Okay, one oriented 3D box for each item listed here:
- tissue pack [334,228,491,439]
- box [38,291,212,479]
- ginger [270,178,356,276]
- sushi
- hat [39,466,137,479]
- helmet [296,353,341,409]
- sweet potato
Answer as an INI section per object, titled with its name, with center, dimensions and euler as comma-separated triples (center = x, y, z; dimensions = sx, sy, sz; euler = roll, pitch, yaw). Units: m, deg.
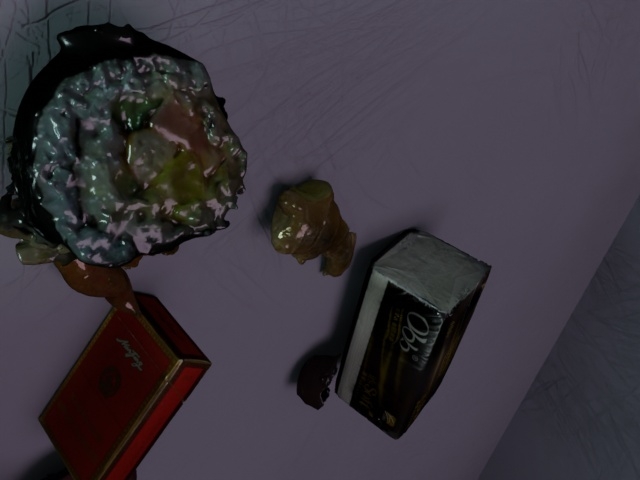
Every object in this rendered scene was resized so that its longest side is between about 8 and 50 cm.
[tissue pack]
center = 0.168, 0.188, 1.439
dimensions = 0.210, 0.198, 0.370
euler = -41, 152, -47
[box]
center = -0.273, 0.209, 0.991
dimensions = 0.239, 0.153, 0.074
euler = -54, 143, 10
[ginger]
center = 0.000, 0.000, 1.167
dimensions = 0.131, 0.086, 0.294
euler = -65, 156, -15
[sushi]
center = -0.210, -0.081, 0.742
dimensions = 0.239, 0.219, 0.225
euler = 5, 86, -22
[hat]
center = -0.382, 0.410, 1.134
dimensions = 0.205, 0.089, 0.205
euler = -31, 140, -31
[helmet]
center = -0.008, 0.276, 1.450
dimensions = 0.098, 0.070, 0.123
euler = -21, 127, -81
[sweet potato]
center = -0.284, 0.037, 0.886
dimensions = 0.058, 0.055, 0.202
euler = -42, 146, -9
